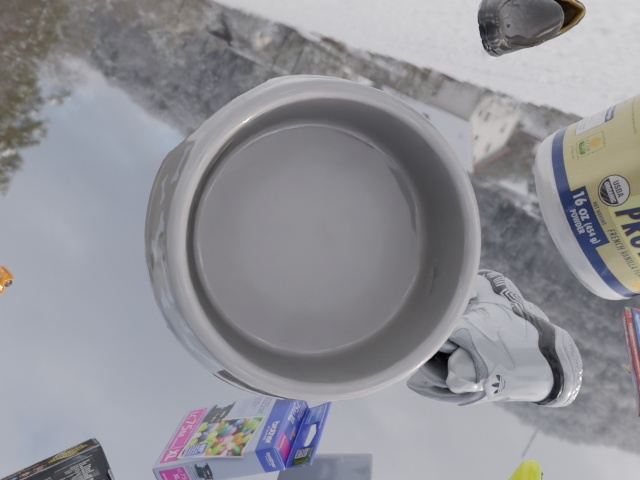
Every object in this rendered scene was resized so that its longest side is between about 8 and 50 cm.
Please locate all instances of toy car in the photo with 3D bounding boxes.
[{"bbox_3d":[-0.473,0.032,1.123,0.122,0.060,0.040,57,-172,29],"label":"toy car"}]

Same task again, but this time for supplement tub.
[{"bbox_3d":[0.438,-0.078,0.929,0.316,0.228,0.228,-25,142,37],"label":"supplement tub"}]

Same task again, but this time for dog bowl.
[{"bbox_3d":[0.000,0.000,0.805,0.349,0.348,0.102,24,176,-11],"label":"dog bowl"}]

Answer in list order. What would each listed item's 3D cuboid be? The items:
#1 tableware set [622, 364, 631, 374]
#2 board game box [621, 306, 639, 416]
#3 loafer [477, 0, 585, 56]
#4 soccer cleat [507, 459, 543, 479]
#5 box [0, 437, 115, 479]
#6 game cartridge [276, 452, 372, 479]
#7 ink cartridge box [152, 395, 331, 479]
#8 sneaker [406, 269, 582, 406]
[{"bbox_3d":[0.731,0.273,1.697,0.020,0.169,0.141,65,176,-27],"label":"tableware set"},{"bbox_3d":[0.584,0.204,1.322,0.145,0.027,0.281,10,-150,9],"label":"board game box"},{"bbox_3d":[0.197,-0.211,0.756,0.061,0.062,0.170,-1,-159,35],"label":"loafer"},{"bbox_3d":[0.305,0.499,1.411,0.121,0.289,0.093,20,-156,8],"label":"soccer cleat"},{"bbox_3d":[-0.333,0.358,0.939,0.220,0.175,0.051,-22,-173,-24],"label":"box"},{"bbox_3d":[0.001,0.546,1.515,0.198,0.297,0.062,0,145,3],"label":"game cartridge"},{"bbox_3d":[-0.144,0.368,1.520,0.311,0.065,0.185,-13,-159,20],"label":"ink cartridge box"},{"bbox_3d":[0.219,0.140,1.245,0.210,0.137,0.366,1,-162,-19],"label":"sneaker"}]
